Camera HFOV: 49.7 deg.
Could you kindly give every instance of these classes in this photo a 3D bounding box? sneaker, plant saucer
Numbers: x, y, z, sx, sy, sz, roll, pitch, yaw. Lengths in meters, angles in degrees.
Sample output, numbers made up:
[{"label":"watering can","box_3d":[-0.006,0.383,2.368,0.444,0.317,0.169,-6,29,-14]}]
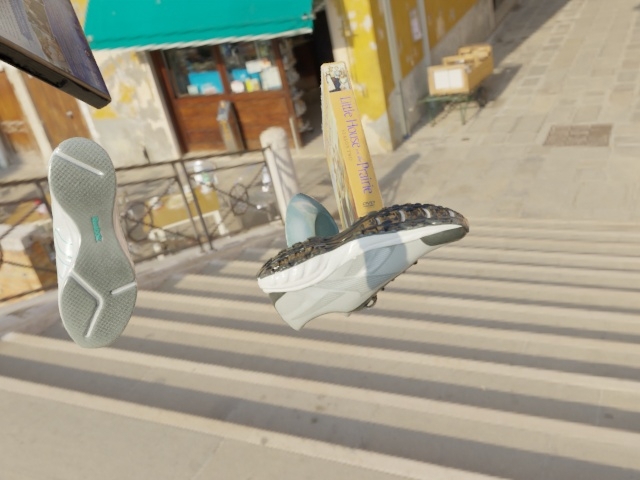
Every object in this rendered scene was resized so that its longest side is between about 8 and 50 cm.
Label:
[{"label":"sneaker","box_3d":[0.059,0.030,0.876,0.272,0.107,0.100,-22,16,9]},{"label":"sneaker","box_3d":[-0.164,0.001,0.497,0.054,0.152,0.061,-6,12,-22]},{"label":"plant saucer","box_3d":[0.000,0.000,1.296,0.038,0.194,0.195,-14,25,26]}]

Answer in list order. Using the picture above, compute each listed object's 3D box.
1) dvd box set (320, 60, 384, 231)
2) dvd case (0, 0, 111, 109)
[{"label":"dvd box set","box_3d":[0.068,-0.142,1.548,0.062,0.307,0.420,-9,61,-4]},{"label":"dvd case","box_3d":[-0.296,-0.230,0.615,0.022,0.180,0.253,-29,-15,12]}]
